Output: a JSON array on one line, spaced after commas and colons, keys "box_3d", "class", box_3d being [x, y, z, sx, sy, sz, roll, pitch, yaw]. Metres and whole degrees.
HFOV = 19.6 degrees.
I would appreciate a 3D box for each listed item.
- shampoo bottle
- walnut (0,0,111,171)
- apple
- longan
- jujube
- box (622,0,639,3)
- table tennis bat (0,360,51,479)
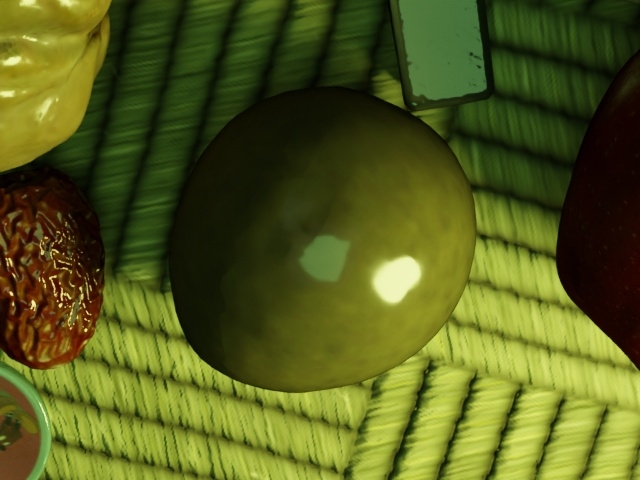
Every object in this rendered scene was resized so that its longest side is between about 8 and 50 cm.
[{"box_3d": [0.089, -0.235, 1.521, 0.079, 0.080, 0.246, -8, 106, 2], "class": "shampoo bottle"}, {"box_3d": [-0.326, -0.212, 1.428, 0.344, 0.306, 0.306, 17, 106, 1], "class": "walnut"}, {"box_3d": [0.331, -0.034, 1.460, 0.288, 0.288, 0.317, 21, 143, -6], "class": "apple"}, {"box_3d": [0.000, 0.000, 1.511, 0.258, 0.258, 0.258, 0, 107, 0], "class": "longan"}, {"box_3d": [-0.243, 0.024, 1.593, 0.112, 0.109, 0.176, 12, 120, 34], "class": "jujube"}, {"box_3d": [0.305, -0.353, 1.452, 0.289, 0.141, 0.349, 9, 107, -4], "class": "box"}, {"box_3d": [-0.353, 0.206, 1.683, 0.244, 0.040, 0.153, -43, 103, 7], "class": "table tennis bat"}]
